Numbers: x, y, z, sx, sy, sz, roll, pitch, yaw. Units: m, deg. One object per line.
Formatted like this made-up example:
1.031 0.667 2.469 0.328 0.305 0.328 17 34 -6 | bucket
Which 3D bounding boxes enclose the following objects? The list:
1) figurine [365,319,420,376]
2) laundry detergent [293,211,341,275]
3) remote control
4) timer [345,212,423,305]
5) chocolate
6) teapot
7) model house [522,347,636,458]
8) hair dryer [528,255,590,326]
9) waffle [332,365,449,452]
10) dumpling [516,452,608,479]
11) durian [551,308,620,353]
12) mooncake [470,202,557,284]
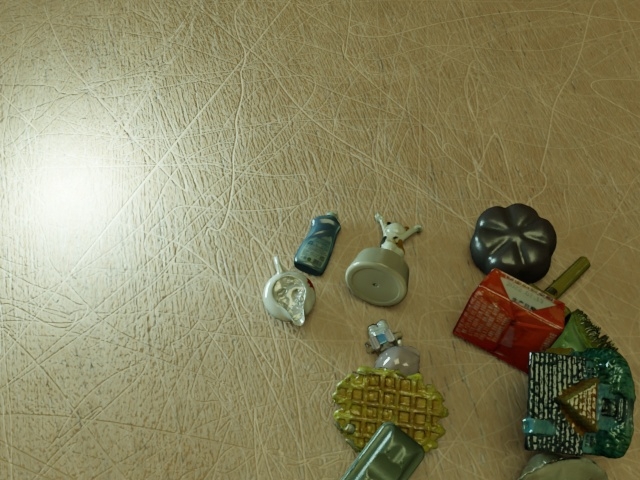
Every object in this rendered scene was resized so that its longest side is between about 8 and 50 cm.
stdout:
0.193 0.310 1.816 0.137 0.112 0.229 -21 56 -5 | figurine
0.000 -0.001 1.990 0.096 0.061 0.206 20 65 12 | laundry detergent
0.109 0.602 1.644 0.128 0.065 0.335 37 83 7 | remote control
0.193 0.034 1.945 0.175 0.175 0.266 19 49 9 | timer
0.497 0.209 1.799 0.234 0.237 0.108 28 51 13 | chocolate
-0.090 0.147 1.899 0.145 0.092 0.226 -19 64 -13 | teapot
0.580 0.372 1.626 0.241 0.226 0.261 17 71 -37 | model house
0.673 0.139 1.910 0.278 0.090 0.135 -36 53 -26 | hair dryer
0.174 0.432 1.724 0.262 0.060 0.281 -38 88 3 | waffle
0.570 0.573 1.652 0.247 0.173 0.142 -5 43 -2 | dumpling
0.702 0.362 1.815 0.198 0.163 0.395 -19 52 34 | durian
0.551 0.010 1.957 0.244 0.133 0.245 -3 62 6 | mooncake
